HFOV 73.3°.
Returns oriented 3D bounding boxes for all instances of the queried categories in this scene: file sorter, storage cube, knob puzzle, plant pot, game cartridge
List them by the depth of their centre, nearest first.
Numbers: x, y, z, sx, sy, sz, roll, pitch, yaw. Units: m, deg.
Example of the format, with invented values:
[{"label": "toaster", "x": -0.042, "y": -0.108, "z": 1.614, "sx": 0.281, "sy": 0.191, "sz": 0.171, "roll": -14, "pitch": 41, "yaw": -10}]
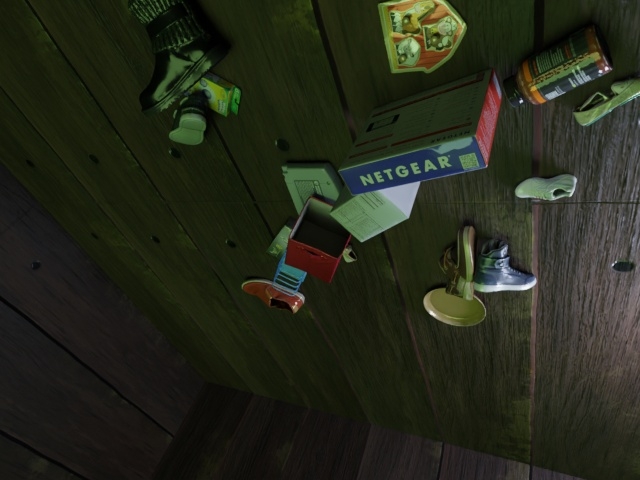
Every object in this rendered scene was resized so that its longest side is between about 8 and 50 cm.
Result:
[{"label": "knob puzzle", "x": 0.242, "y": -0.483, "z": 1.012, "sx": 0.212, "sy": 0.030, "sz": 0.213, "roll": 16, "pitch": 140, "yaw": 14}, {"label": "storage cube", "x": 0.000, "y": 0.000, "z": 1.485, "sx": 0.183, "sy": 0.215, "sz": 0.193, "roll": 23, "pitch": 148, "yaw": 4}, {"label": "game cartridge", "x": -0.005, "y": -0.149, "z": 1.522, "sx": 0.195, "sy": 0.060, "sz": 0.294, "roll": 8, "pitch": 139, "yaw": 28}, {"label": "plant pot", "x": 0.525, "y": 0.253, "z": 1.686, "sx": 0.236, "sy": 0.032, "sz": 0.237, "roll": 17, "pitch": 141, "yaw": 14}, {"label": "file sorter", "x": -0.124, "y": 0.136, "z": 1.783, "sx": 0.118, "sy": 0.105, "sz": 0.170, "roll": 25, "pitch": 143, "yaw": 1}]

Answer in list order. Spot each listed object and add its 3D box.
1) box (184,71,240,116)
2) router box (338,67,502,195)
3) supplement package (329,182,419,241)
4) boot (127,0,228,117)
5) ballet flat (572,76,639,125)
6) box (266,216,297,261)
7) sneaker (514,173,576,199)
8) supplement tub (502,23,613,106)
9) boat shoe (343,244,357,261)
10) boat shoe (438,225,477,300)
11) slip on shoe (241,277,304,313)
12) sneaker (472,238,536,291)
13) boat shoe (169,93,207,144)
[{"label": "box", "x": -0.342, "y": -0.469, "z": 1.361, "sx": 0.179, "sy": 0.043, "sz": 0.105, "roll": 26, "pitch": 143, "yaw": -1}, {"label": "router box", "x": 0.243, "y": -0.261, "z": 1.046, "sx": 0.335, "sy": 0.301, "sz": 0.082, "roll": -8, "pitch": 130, "yaw": 37}, {"label": "supplement package", "x": 0.170, "y": -0.138, "z": 1.314, "sx": 0.149, "sy": 0.194, "sz": 0.203, "roll": 40, "pitch": 141, "yaw": -17}, {"label": "boot", "x": -0.460, "y": -0.545, "z": 1.225, "sx": 0.347, "sy": 0.131, "sz": 0.260, "roll": -31, "pitch": 116, "yaw": 22}, {"label": "ballet flat", "x": 0.642, "y": -0.317, "z": 0.949, "sx": 0.052, "sy": 0.057, "sz": 0.168, "roll": 44, "pitch": 140, "yaw": -6}, {"label": "box", "x": -0.102, "y": 0.025, "z": 1.774, "sx": 0.183, "sy": 0.056, "sz": 0.231, "roll": 33, "pitch": 142, "yaw": -8}, {"label": "sneaker", "x": 0.607, "y": -0.139, "z": 1.168, "sx": 0.152, "sy": 0.061, "sz": 0.054, "roll": -8, "pitch": 132, "yaw": 38}, {"label": "supplement tub", "x": 0.504, "y": -0.366, "z": 0.930, "sx": 0.197, "sy": 0.106, "sz": 0.106, "roll": -20, "pitch": 123, "yaw": 43}, {"label": "boat shoe", "x": 0.102, "y": 0.034, "z": 1.675, "sx": 0.045, "sy": 0.050, "sz": 0.135, "roll": -6, "pitch": 142, "yaw": 31}, {"label": "boat shoe", "x": 0.463, "y": 0.082, "z": 1.462, "sx": 0.123, "sy": 0.123, "sz": 0.342, "roll": 6, "pitch": 144, "yaw": 23}, {"label": "slip on shoe", "x": -0.243, "y": 0.270, "z": 2.102, "sx": 0.330, "sy": 0.101, "sz": 0.123, "roll": 16, "pitch": 143, "yaw": 16}, {"label": "sneaker", "x": 0.607, "y": 0.077, "z": 1.391, "sx": 0.226, "sy": 0.086, "sz": 0.164, "roll": -3, "pitch": 103, "yaw": -17}, {"label": "boat shoe", "x": -0.438, "y": -0.399, "z": 1.448, "sx": 0.114, "sy": 0.091, "sz": 0.302, "roll": 8, "pitch": 173, "yaw": -30}]
